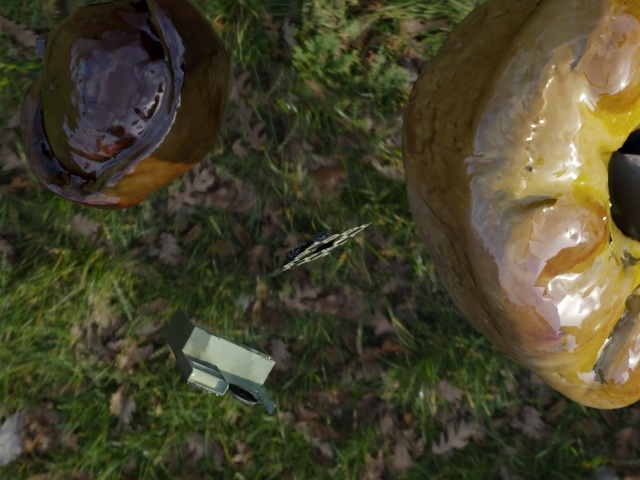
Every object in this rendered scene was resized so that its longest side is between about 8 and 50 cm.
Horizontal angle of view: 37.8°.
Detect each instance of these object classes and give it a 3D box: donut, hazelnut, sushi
[{"bbox_3d":[0.198,-0.042,0.652,0.299,0.150,0.317,-8,112,-33],"label":"donut"},{"bbox_3d":[-0.170,-0.121,0.806,0.202,0.170,0.160,-45,132,1],"label":"hazelnut"},{"bbox_3d":[0.000,0.000,1.444,0.120,0.126,0.026,-18,77,-41],"label":"sushi"}]

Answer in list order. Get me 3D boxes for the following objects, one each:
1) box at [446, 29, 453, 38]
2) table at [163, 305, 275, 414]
[{"bbox_3d":[0.181,-0.135,1.036,0.115,0.036,0.178,12,84,-19],"label":"box"},{"bbox_3d":[-0.147,0.179,1.417,0.146,0.175,0.062,27,95,-27],"label":"table"}]
